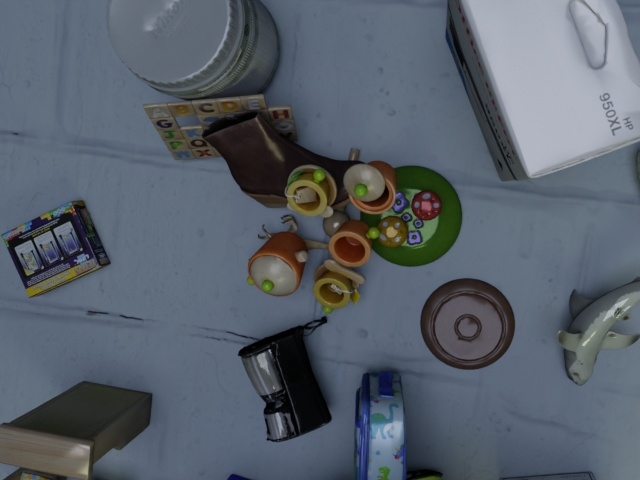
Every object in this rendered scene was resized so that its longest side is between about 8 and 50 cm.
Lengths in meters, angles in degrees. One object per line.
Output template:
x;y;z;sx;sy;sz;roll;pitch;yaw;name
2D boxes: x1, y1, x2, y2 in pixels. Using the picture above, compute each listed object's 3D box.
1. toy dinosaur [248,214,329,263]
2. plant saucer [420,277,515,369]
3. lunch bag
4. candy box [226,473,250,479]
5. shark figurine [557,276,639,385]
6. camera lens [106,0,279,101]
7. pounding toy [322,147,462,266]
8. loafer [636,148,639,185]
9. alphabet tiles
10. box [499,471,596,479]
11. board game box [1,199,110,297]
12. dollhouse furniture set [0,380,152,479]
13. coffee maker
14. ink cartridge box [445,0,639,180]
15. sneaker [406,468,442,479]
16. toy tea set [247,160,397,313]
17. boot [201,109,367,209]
-0.051;0.002;1.221;0.183;0.053;0.093;-10;108;18;toy dinosaur
0.263;0.153;1.178;0.168;0.029;0.168;1;96;11;plant saucer
0.103;0.325;1.126;0.090;0.219;0.176;2;96;4;lunch bag
-0.092;0.558;1.132;0.268;0.317;0.122;13;99;10;candy box
0.480;0.107;1.103;0.166;0.116;0.278;32;111;-28;shark figurine
-0.199;-0.340;1.094;0.219;0.274;0.219;1;95;10;camera lens
0.129;-0.049;1.144;0.237;0.110;0.183;20;98;8;pounding toy
0.631;-0.033;1.062;0.111;0.112;0.319;-31;89;-11;loafer
-0.162;-0.193;1.142;0.237;0.198;0.009;-4;71;2;alphabet tiles
0.386;0.478;1.051;0.169;0.290;0.087;-9;93;10;box
-0.523;0.017;1.302;0.170;0.048;0.141;-23;93;11;board game box
-0.452;0.501;1.224;0.362;0.256;0.394;8;96;10;dollhouse furniture set
-0.044;0.256;1.197;0.171;0.120;0.178;-21;92;11;coffee maker
0.304;-0.243;0.949;0.166;0.395;0.285;-21;90;11;ink cartridge box
0.093;0.487;1.129;0.300;0.111;0.121;-7;76;-22;sneaker
0.000;0.000;1.079;0.200;0.124;0.336;24;129;3;toy tea set
-0.053;-0.136;1.109;0.248;0.207;0.090;-8;52;28;boot
